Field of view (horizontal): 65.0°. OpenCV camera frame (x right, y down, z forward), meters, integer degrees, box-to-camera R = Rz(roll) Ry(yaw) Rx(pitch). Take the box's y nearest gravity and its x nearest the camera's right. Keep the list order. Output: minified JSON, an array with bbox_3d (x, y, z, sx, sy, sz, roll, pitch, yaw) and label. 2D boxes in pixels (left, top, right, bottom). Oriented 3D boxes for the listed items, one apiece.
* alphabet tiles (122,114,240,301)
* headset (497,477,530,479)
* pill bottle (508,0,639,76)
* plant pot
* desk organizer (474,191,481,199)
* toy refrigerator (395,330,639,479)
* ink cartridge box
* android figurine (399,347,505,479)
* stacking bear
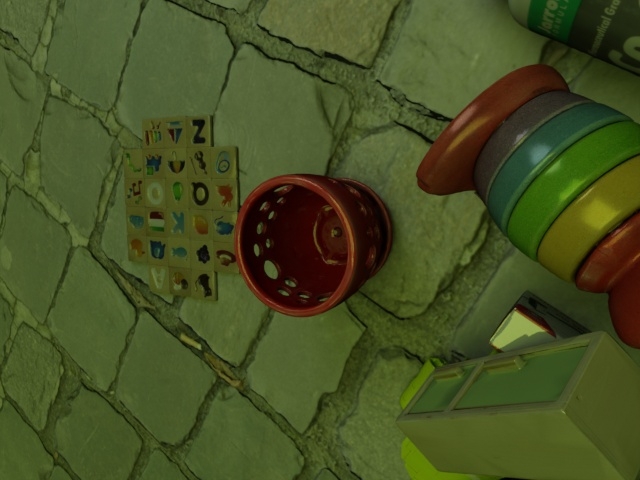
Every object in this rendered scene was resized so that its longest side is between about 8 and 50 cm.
[{"bbox_3d":[-0.270,-0.061,0.959,0.285,0.011,0.342,4,98,28],"label":"alphabet tiles"},{"bbox_3d":[0.347,0.428,0.571,0.394,0.185,0.243,15,97,5],"label":"headset"},{"bbox_3d":[0.323,-0.281,0.494,0.361,0.204,0.204,35,111,21],"label":"pill bottle"},{"bbox_3d":[0.000,0.000,0.724,0.191,0.174,0.191,4,98,28],"label":"plant pot"},{"bbox_3d":[0.261,-0.092,0.639,0.047,0.050,0.130,49,116,15],"label":"desk organizer"},{"bbox_3d":[0.198,0.181,0.539,0.094,0.102,0.269,48,150,1],"label":"toy refrigerator"},{"bbox_3d":[0.272,0.118,0.613,0.099,0.135,0.056,36,109,20],"label":"ink cartridge box"},{"bbox_3d":[0.224,0.283,0.704,0.248,0.056,0.272,35,110,20],"label":"android figurine"},{"bbox_3d":[0.256,-0.019,0.463,0.289,0.175,0.164,56,131,33],"label":"stacking bear"}]
